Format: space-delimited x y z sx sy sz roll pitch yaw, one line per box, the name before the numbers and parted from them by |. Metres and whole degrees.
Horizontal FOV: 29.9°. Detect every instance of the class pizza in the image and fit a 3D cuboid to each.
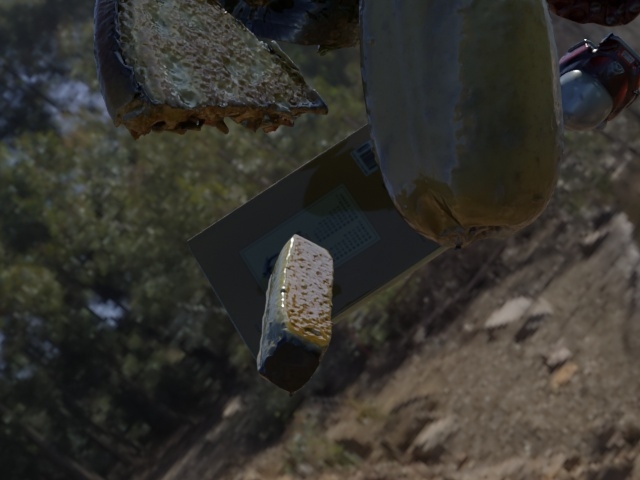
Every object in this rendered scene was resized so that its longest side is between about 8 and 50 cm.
pizza | -0.142 -0.220 1.321 0.288 0.251 0.074 -1 -27 -47

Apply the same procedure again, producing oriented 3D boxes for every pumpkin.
pumpkin | -0.075 -0.363 1.719 0.222 0.317 0.139 -36 -41 -62

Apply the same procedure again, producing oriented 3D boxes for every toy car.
toy car | 0.353 -0.197 1.571 0.112 0.112 0.139 -47 1 -30

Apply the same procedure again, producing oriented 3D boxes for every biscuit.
biscuit | -0.022 0.060 1.018 0.056 0.052 0.188 -60 10 24

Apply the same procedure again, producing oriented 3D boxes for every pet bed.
pet bed | 0.357 -0.344 1.495 0.201 0.201 0.053 123 157 -57

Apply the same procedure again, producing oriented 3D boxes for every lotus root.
lotus root | 0.118 -0.164 1.019 0.151 0.342 0.169 -6 0 -41

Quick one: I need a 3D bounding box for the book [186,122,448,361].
book | 0.000 0.000 1.952 0.389 0.269 0.032 -32 -24 1
